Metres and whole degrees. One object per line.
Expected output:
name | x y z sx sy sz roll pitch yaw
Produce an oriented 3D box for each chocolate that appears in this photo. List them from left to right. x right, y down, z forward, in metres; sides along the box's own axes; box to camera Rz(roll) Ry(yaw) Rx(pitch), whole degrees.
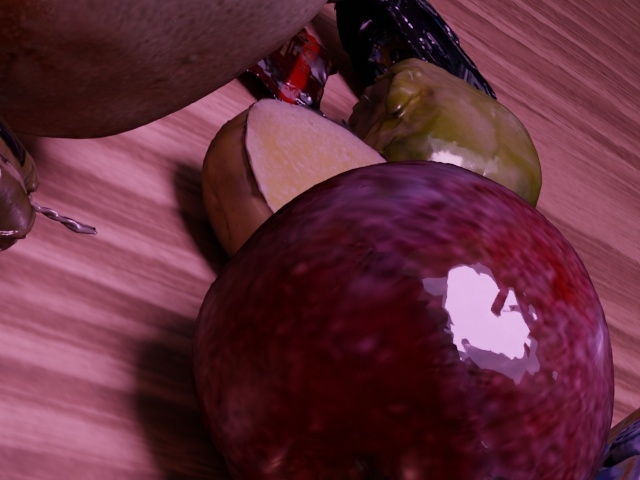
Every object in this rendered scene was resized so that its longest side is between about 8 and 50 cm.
chocolate | -0.022 -0.138 1.491 0.086 0.028 0.182 45 23 -9

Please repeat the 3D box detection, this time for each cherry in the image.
cherry | 0.052 0.066 1.054 0.230 0.203 0.300 37 33 -3

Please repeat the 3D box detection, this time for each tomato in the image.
tomato | -0.122 -0.189 0.998 0.303 0.303 0.239 16 38 -57

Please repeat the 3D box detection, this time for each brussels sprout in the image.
brussels sprout | 0.090 -0.049 1.446 0.145 0.131 0.183 22 29 -13

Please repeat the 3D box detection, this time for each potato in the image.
potato | 0.000 0.000 1.242 0.200 0.081 0.164 35 35 -30

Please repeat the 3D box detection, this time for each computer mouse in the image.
computer mouse | 0.083 -0.134 1.631 0.241 0.077 0.146 50 21 -12

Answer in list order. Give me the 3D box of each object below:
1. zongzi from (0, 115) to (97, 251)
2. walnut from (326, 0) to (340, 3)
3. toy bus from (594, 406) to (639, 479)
zongzi | -0.200 -0.006 0.884 0.189 0.081 0.178 54 38 -36
walnut | -0.024 -0.289 1.532 0.230 0.178 0.178 52 18 29
toy bus | 0.181 0.203 1.195 0.109 0.136 0.330 53 21 0
